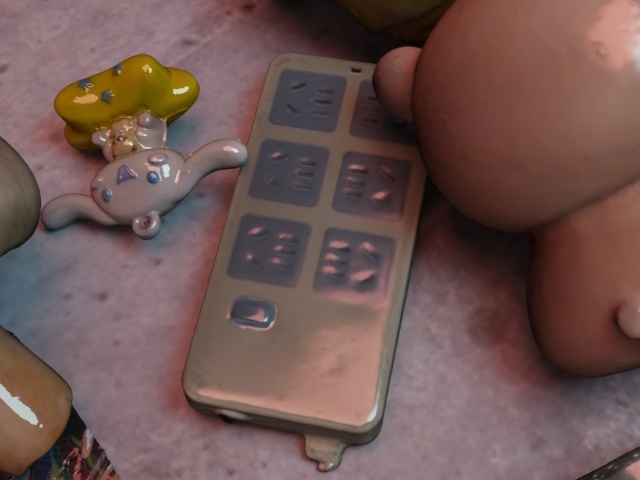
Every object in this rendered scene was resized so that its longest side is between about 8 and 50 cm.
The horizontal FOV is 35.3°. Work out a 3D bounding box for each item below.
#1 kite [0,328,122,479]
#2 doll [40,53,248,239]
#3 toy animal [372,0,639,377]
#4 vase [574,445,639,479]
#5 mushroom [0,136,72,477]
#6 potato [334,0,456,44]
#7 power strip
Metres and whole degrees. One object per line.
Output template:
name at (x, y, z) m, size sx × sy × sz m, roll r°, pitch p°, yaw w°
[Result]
kite at (-0.141, 0.178, 0.556) m, size 0.285 × 0.015 × 0.152 m, roll 34°, pitch 71°, yaw 20°
doll at (-0.123, -0.050, 0.640) m, size 0.135 × 0.071 × 0.113 m, roll -41°, pitch 67°, yaw 4°
toy animal at (0.162, -0.039, 0.550) m, size 0.210 × 0.229 × 0.221 m, roll -27°, pitch 54°, yaw 37°
vase at (0.206, 0.206, 0.505) m, size 0.086 × 0.086 × 0.214 m, roll -23°, pitch 71°, yaw -10°
mushroom at (-0.225, 0.038, 0.540) m, size 0.215 × 0.207 × 0.207 m, roll 47°, pitch 72°, yaw -9°
potato at (0.110, -0.234, 0.664) m, size 0.299 × 0.196 × 0.246 m, roll -24°, pitch 58°, yaw 23°
power strip at (0.000, 0.000, 0.622) m, size 0.118 × 0.046 × 0.270 m, roll 11°, pitch 66°, yaw 5°
